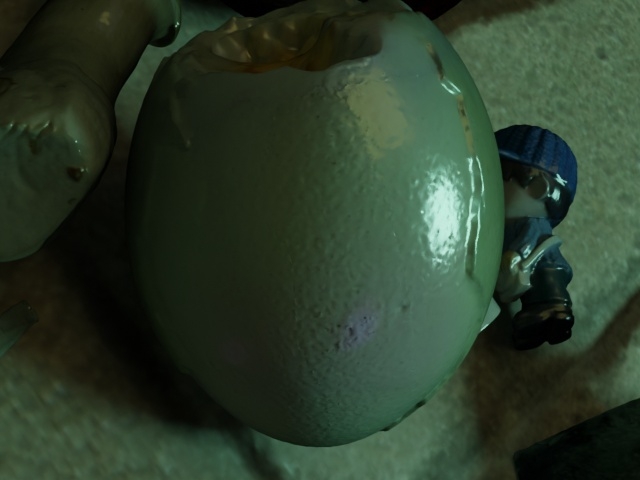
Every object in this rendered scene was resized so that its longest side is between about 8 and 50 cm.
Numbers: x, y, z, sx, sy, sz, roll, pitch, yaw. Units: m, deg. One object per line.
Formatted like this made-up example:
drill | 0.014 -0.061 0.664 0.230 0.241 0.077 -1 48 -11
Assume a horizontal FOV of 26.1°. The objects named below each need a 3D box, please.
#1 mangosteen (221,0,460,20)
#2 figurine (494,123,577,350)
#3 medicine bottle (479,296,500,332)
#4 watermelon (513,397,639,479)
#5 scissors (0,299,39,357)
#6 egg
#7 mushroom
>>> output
mangosteen | 0.002 -0.234 0.789 0.265 0.228 0.228 35 36 -61
figurine | 0.136 -0.008 0.908 0.086 0.087 0.149 65 12 -64
medicine bottle | 0.039 0.000 0.792 0.140 0.079 0.079 55 38 -2
watermelon | 0.253 0.184 0.876 0.289 0.214 0.320 11 92 -4
scissors | -0.173 0.081 0.555 0.110 0.021 0.212 51 40 -9
egg | 0.000 0.000 0.666 0.183 0.183 0.217 -45 128 -52
mushroom | -0.125 -0.076 0.667 0.081 0.092 0.223 25 36 -6
